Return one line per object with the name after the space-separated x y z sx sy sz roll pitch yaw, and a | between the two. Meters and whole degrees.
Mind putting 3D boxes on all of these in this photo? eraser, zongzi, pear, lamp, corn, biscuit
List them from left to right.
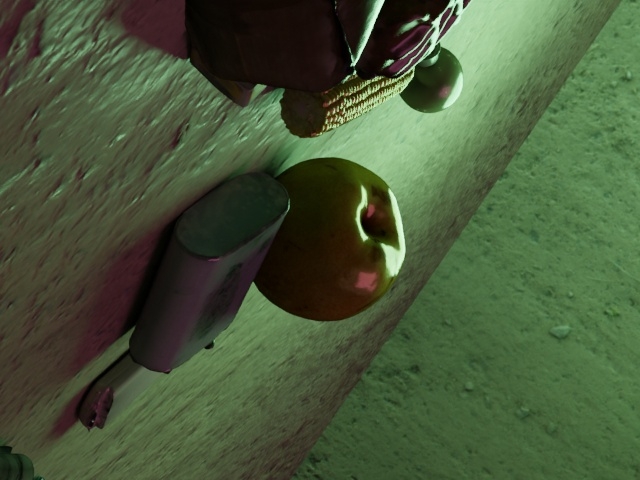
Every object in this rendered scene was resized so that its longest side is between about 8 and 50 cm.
-0.135 0.039 2.178 0.174 0.081 0.227 -40 166 -41 | eraser
0.000 0.000 2.301 0.209 0.209 0.209 -48 169 -13 | pear
0.001 -0.350 1.342 0.356 0.174 0.393 73 39 -64 | zongzi
0.032 -0.181 2.130 0.248 0.081 0.081 -33 159 -57 | corn
0.139 -0.235 2.400 0.091 0.091 0.163 -47 155 -17 | lamp
0.135 -0.320 1.954 0.366 0.115 0.268 -52 174 -8 | biscuit

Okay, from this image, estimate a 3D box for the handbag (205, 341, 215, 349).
-0.161 0.116 2.407 0.072 0.047 0.111 -53 171 6 | handbag

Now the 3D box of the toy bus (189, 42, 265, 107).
-0.010 -0.246 1.747 0.268 0.092 0.106 -48 178 -16 | toy bus

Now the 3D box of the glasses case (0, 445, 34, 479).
-0.392 0.274 1.966 0.114 0.060 0.299 -53 169 -1 | glasses case

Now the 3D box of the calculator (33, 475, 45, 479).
-0.381 0.354 2.386 0.057 0.018 0.172 -43 168 -27 | calculator

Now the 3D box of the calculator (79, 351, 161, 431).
-0.238 0.172 2.317 0.175 0.032 0.100 -43 167 -37 | calculator
